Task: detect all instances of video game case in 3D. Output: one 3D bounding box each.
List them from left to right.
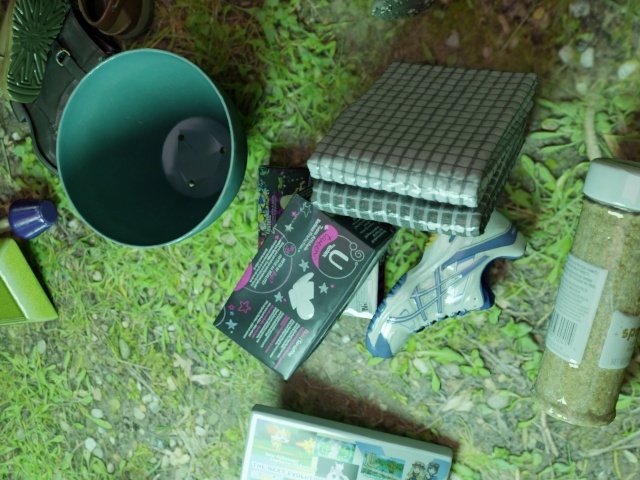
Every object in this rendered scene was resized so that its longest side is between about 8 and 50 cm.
[{"bbox_3d":[0.000,0.000,1.263,0.210,0.042,0.231,5,102,21],"label":"video game case"},{"bbox_3d":[0.024,0.441,1.299,0.329,0.036,0.299,12,105,6],"label":"video game case"}]

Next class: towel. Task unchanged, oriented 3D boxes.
[{"bbox_3d":[0.143,-0.126,1.064,0.235,0.283,0.121,11,132,25],"label":"towel"}]

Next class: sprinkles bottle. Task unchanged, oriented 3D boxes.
[{"bbox_3d":[0.384,0.070,1.075,0.121,0.121,0.355,16,106,19],"label":"sprinkles bottle"}]

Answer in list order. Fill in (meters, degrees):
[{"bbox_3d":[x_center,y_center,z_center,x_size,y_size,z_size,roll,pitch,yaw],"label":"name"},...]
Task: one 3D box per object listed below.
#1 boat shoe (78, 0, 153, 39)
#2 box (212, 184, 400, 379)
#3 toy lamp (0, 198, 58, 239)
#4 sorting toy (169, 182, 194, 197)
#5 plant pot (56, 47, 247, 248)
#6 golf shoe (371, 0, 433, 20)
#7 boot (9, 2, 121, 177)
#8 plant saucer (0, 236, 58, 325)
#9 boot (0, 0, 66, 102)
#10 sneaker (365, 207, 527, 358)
[{"bbox_3d":[-0.346,-0.492,1.274,0.123,0.116,0.324,-5,98,23],"label":"boat shoe"},{"bbox_3d":[-0.015,0.053,1.167,0.142,0.163,0.247,37,112,8],"label":"box"},{"bbox_3d":[-0.612,-0.025,1.497,0.275,0.080,0.080,-11,95,26],"label":"toy lamp"},{"bbox_3d":[-0.249,-0.073,1.361,0.083,0.045,0.075,30,91,15],"label":"sorting toy"},{"bbox_3d":[-0.231,-0.136,1.240,0.290,0.195,0.290,1,92,17],"label":"plant pot"},{"bbox_3d":[0.143,-0.385,1.131,0.176,0.069,0.086,-28,68,22],"label":"golf shoe"},{"bbox_3d":[-0.414,-0.246,1.363,0.229,0.091,0.263,-42,80,24],"label":"boot"},{"bbox_3d":[-0.622,0.094,1.502,0.188,0.045,0.188,-8,119,24],"label":"plant saucer"},{"bbox_3d":[-0.576,-0.368,1.385,0.270,0.089,0.236,20,93,37],"label":"boot"},{"bbox_3d":[0.182,0.081,1.166,0.131,0.112,0.296,38,112,12],"label":"sneaker"}]
